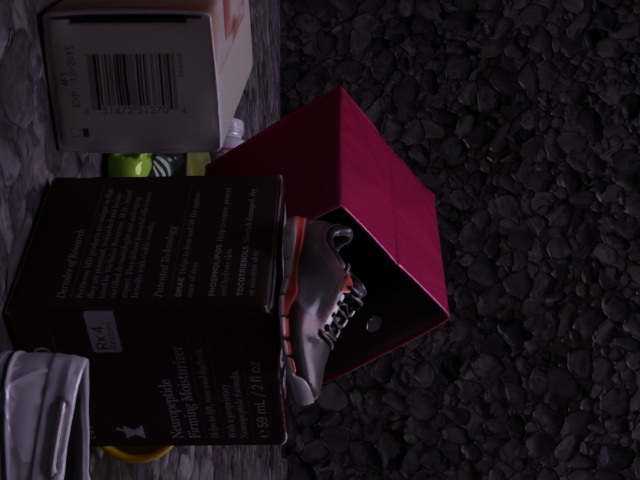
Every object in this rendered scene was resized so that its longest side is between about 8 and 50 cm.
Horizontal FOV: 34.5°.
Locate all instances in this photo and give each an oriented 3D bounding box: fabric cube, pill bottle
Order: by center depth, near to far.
[{"bbox_3d":[0.000,0.000,1.424,0.259,0.254,0.258,45,28,-32],"label":"fabric cube"},{"bbox_3d":[-0.156,-0.113,1.660,0.087,0.087,0.160,74,14,-80],"label":"pill bottle"}]

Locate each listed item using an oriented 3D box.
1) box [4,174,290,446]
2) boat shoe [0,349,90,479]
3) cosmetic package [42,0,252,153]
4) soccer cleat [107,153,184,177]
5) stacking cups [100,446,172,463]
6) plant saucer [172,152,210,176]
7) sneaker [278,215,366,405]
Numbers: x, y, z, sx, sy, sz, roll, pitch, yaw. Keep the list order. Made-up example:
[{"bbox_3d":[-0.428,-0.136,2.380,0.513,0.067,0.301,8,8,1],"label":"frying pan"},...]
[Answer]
[{"bbox_3d":[-0.128,0.059,0.865,0.167,0.203,0.168,-88,176,-48],"label":"box"},{"bbox_3d":[-0.189,0.204,0.725,0.095,0.084,0.258,-83,171,-75],"label":"boat shoe"},{"bbox_3d":[-0.155,-0.192,1.010,0.296,0.153,0.129,-89,178,-67],"label":"cosmetic package"},{"bbox_3d":[-0.196,-0.073,1.141,0.179,0.060,0.072,-46,145,-78],"label":"soccer cleat"},{"bbox_3d":[-0.167,0.185,1.127,0.316,0.096,0.096,72,16,-81],"label":"stacking cups"},{"bbox_3d":[-0.187,-0.050,1.472,0.241,0.037,0.241,-1,90,-87],"label":"plant saucer"},{"bbox_3d":[0.003,0.048,0.781,0.061,0.065,0.158,84,6,-61],"label":"sneaker"}]
